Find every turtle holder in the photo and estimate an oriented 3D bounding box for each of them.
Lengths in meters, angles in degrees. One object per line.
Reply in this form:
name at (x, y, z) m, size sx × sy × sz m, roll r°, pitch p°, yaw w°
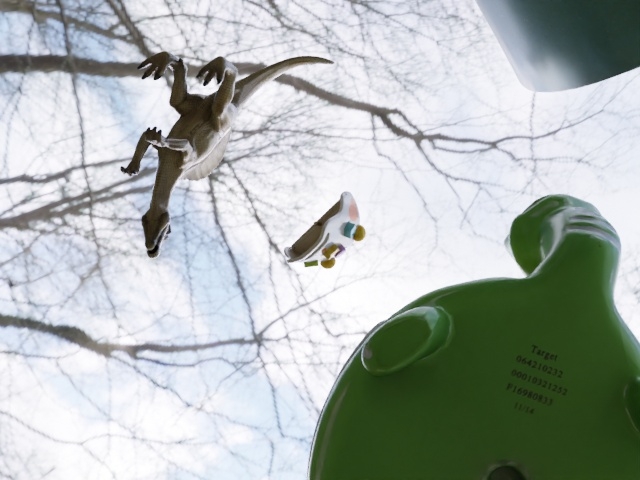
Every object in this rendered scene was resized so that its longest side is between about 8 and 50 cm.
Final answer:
turtle holder at (0.108, 0.127, 0.575) m, size 0.243 × 0.227 × 0.320 m, roll -5°, pitch -98°, yaw -1°

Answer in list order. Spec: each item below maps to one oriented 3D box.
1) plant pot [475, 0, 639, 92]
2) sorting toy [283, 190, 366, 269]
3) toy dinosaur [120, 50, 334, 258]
plant pot at (0.172, -0.267, 0.459) m, size 0.293 × 0.293 × 0.235 m, roll -29°, pitch -71°, yaw 37°
sorting toy at (0.000, 0.000, 0.739) m, size 0.083 × 0.075 × 0.045 m, roll -43°, pitch -98°, yaw 19°
toy dinosaur at (-0.071, -0.079, 0.510) m, size 0.053 × 0.183 × 0.093 m, roll 31°, pitch -16°, yaw 24°
